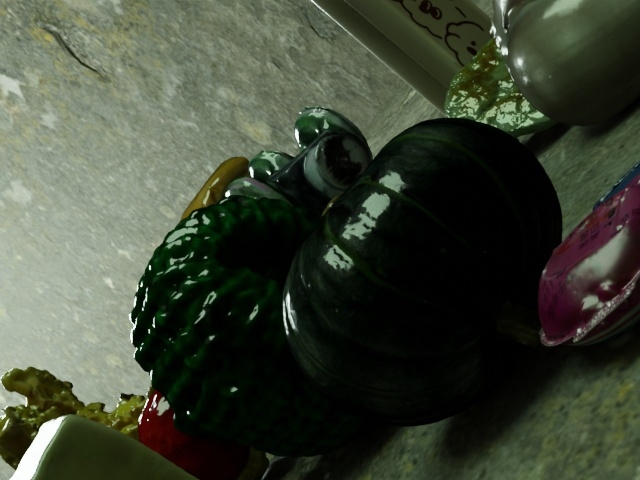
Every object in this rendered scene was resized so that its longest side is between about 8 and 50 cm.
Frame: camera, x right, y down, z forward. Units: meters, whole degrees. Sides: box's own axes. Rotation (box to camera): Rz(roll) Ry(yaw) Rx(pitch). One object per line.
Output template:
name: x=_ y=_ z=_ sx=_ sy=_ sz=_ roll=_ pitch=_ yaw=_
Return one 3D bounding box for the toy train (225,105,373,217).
toy train: x=0.000 y=0.000 z=1.699 sx=0.173 sy=0.249 sz=0.307 roll=-51 pitch=6 yaw=-32

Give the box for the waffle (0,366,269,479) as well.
waffle: x=-0.205 y=0.222 z=1.696 sx=0.324 sy=0.261 sz=0.151 roll=-26 pitch=14 yaw=23

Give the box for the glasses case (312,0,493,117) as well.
glasses case: x=0.138 y=-0.271 z=1.921 sx=0.076 sy=0.336 sz=0.144 roll=-44 pitch=9 yaw=43

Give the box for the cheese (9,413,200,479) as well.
cheese: x=-0.163 y=0.262 z=1.342 sx=0.124 sy=0.242 sz=0.265 roll=-62 pitch=9 yaw=-15

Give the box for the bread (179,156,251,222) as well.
bread: x=-0.127 y=-0.049 z=1.971 sx=0.116 sy=0.077 sz=0.200 roll=-56 pitch=7 yaw=-17

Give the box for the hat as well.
hat: x=-0.072 y=0.126 z=1.476 sx=0.332 sy=0.274 sz=0.242 roll=-56 pitch=5 yaw=41

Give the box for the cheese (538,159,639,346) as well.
cheese: x=0.212 y=0.002 z=1.052 sx=0.155 sy=0.062 sz=0.244 roll=-46 pitch=6 yaw=27

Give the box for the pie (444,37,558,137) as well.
pie: x=0.254 y=-0.203 z=1.717 sx=0.240 sy=0.054 sz=0.240 roll=-28 pitch=30 yaw=18

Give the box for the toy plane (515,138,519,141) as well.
toy plane: x=0.203 y=-0.106 z=1.780 sx=0.226 sy=0.058 sz=0.226 roll=-47 pitch=3 yaw=2

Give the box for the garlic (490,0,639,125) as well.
garlic: x=0.327 y=-0.261 z=1.485 sx=0.340 sy=0.231 sz=0.246 roll=-31 pitch=-31 yaw=13

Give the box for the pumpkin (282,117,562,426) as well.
pumpkin: x=0.090 y=0.029 z=1.145 sx=0.250 sy=0.216 sz=0.250 roll=-45 pitch=-31 yaw=-37
